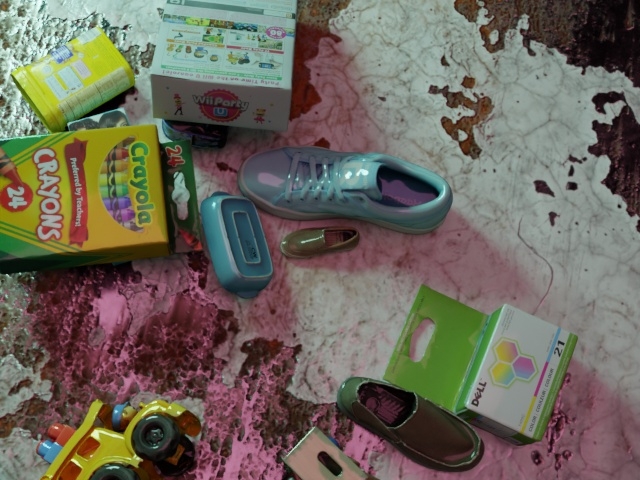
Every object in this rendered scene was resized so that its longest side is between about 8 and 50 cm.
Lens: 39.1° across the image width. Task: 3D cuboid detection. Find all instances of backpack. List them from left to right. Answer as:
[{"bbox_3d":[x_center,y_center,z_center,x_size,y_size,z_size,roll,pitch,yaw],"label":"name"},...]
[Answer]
[{"bbox_3d":[-0.212,-0.208,1.529,0.114,0.084,0.105,8,69,-8],"label":"backpack"}]

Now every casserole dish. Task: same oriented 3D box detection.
[{"bbox_3d":[-0.131,0.001,1.469,0.114,0.037,0.188,-1,70,-47],"label":"casserole dish"}]

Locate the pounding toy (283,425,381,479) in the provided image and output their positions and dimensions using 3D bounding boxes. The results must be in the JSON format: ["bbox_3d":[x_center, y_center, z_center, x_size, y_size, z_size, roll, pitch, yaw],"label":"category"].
[{"bbox_3d":[0.029,0.358,1.375,0.141,0.130,0.100,41,74,15],"label":"pounding toy"}]

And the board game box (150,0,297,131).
[{"bbox_3d":[-0.153,-0.328,1.511,0.223,0.098,0.303,6,49,-4],"label":"board game box"}]

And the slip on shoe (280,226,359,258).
[{"bbox_3d":[0.000,0.000,1.514,0.135,0.041,0.052,-3,74,-7],"label":"slip on shoe"}]

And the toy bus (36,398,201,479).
[{"bbox_3d":[-0.315,0.314,1.346,0.211,0.149,0.220,28,70,19],"label":"toy bus"}]

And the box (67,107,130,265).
[{"bbox_3d":[-0.334,-0.091,1.493,0.100,0.060,0.244,-19,77,-12],"label":"box"}]

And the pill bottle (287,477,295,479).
[{"bbox_3d":[-0.014,0.473,1.324,0.131,0.131,0.229,-35,80,-15],"label":"pill bottle"}]

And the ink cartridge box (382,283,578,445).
[{"bbox_3d":[0.255,0.193,1.457,0.255,0.097,0.189,25,72,0],"label":"ink cartridge box"}]

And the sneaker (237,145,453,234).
[{"bbox_3d":[0.045,-0.104,1.494,0.365,0.150,0.135,7,72,-4],"label":"sneaker"}]

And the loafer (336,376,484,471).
[{"bbox_3d":[0.144,0.290,1.420,0.251,0.087,0.094,24,72,1],"label":"loafer"}]

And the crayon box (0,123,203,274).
[{"bbox_3d":[-0.353,-0.069,1.411,0.318,0.081,0.202,-7,75,-8],"label":"crayon box"}]

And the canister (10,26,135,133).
[{"bbox_3d":[-0.417,-0.274,1.533,0.170,0.073,0.126,-35,80,-16],"label":"canister"}]
